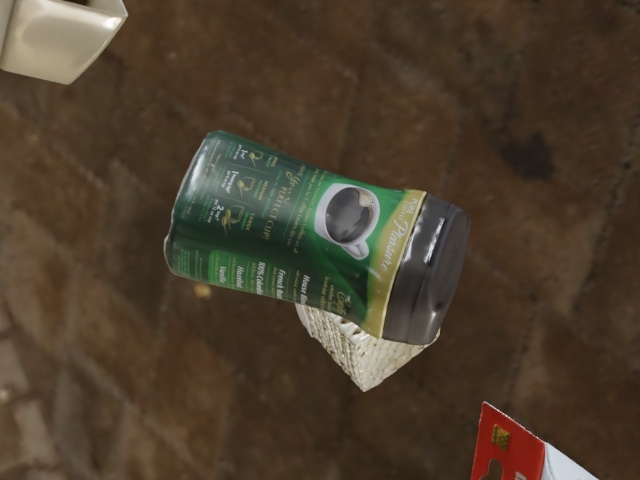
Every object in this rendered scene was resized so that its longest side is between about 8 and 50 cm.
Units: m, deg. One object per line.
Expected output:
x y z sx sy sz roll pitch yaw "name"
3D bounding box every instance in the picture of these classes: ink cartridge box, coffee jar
0.159 0.220 1.330 0.179 0.045 0.145 33 132 36 "ink cartridge box"
0.000 0.000 1.194 0.184 0.096 0.079 17 147 7 "coffee jar"

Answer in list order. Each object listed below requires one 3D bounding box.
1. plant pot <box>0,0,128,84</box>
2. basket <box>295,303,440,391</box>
-0.258 -0.211 1.755 0.096 0.109 0.109 -61 33 29 "plant pot"
0.048 0.060 1.793 0.103 0.113 0.167 50 170 19 "basket"
